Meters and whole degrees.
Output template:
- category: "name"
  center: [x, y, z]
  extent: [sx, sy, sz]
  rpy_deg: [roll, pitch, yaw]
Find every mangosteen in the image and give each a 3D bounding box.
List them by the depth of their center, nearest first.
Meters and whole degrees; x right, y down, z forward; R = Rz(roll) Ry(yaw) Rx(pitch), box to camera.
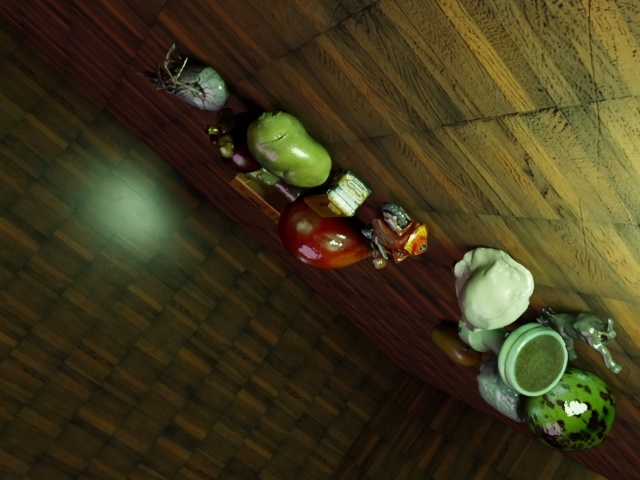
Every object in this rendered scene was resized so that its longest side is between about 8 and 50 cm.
- category: "mangosteen"
  center: [-0.223, -0.280, 1.478]
  extent: [0.200, 0.200, 0.200]
  rpy_deg: [36, 167, 9]

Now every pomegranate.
- category: "pomegranate"
  center: [0.685, 0.430, 1.501]
  extent: [0.243, 0.305, 0.242]
  rpy_deg: [-5, 151, -3]

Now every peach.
- category: "peach"
  center: [0.000, 0.000, 1.803]
  extent: [0.362, 0.201, 0.257]
  rpy_deg: [34, 166, 30]

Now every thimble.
- category: "thimble"
  center: [0.629, 0.468, 1.742]
  extent: [0.250, 0.204, 0.172]
  rpy_deg: [25, 179, -43]

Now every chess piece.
- category: "chess piece"
  center: [0.520, 0.290, 1.508]
  extent: [0.194, 0.194, 0.299]
  rpy_deg: [43, 175, -21]

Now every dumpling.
- category: "dumpling"
  center: [0.400, 0.113, 1.279]
  extent: [0.258, 0.147, 0.193]
  rpy_deg: [-50, 56, 55]

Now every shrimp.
- category: "shrimp"
  center: [-0.395, -0.456, 1.495]
  extent: [0.343, 0.116, 0.145]
  rpy_deg: [24, 162, 25]

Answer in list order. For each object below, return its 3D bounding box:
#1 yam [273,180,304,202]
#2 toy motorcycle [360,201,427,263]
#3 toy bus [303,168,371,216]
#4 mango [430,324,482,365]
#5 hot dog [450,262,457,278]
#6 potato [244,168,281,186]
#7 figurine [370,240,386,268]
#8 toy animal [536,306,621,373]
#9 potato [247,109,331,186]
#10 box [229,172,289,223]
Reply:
- category: "yam"
  center: [-0.117, -0.189, 1.756]
  extent: [0.127, 0.084, 0.084]
  rpy_deg: [39, 167, -6]
- category: "toy motorcycle"
  center: [0.205, -0.016, 1.457]
  extent: [0.171, 0.089, 0.298]
  rpy_deg: [36, 168, 4]
- category: "toy bus"
  center: [0.040, -0.124, 1.470]
  extent: [0.098, 0.114, 0.201]
  rpy_deg: [41, 167, -18]
- category: "mango"
  center: [0.508, 0.385, 2.022]
  extent: [0.156, 0.114, 0.251]
  rpy_deg: [34, -177, -30]
- category: "hot dog"
  center: [0.390, 0.091, 1.452]
  extent: [0.083, 0.035, 0.058]
  rpy_deg: [27, 160, 39]
- category: "potato"
  center: [-0.211, -0.263, 1.642]
  extent: [0.251, 0.113, 0.149]
  rpy_deg: [37, -156, 4]
- category: "figurine"
  center: [0.190, 0.045, 1.829]
  extent: [0.109, 0.047, 0.064]
  rpy_deg: [62, 169, -10]
- category: "toy animal"
  center: [0.591, 0.212, 1.220]
  extent: [0.148, 0.084, 0.233]
  rpy_deg: [41, 171, -8]
- category: "potato"
  center: [-0.079, -0.231, 1.376]
  extent: [0.248, 0.143, 0.169]
  rpy_deg: [35, 166, -28]
- category: "box"
  center: [-0.222, -0.176, 2.108]
  extent: [0.274, 0.076, 0.174]
  rpy_deg: [40, 166, -12]
